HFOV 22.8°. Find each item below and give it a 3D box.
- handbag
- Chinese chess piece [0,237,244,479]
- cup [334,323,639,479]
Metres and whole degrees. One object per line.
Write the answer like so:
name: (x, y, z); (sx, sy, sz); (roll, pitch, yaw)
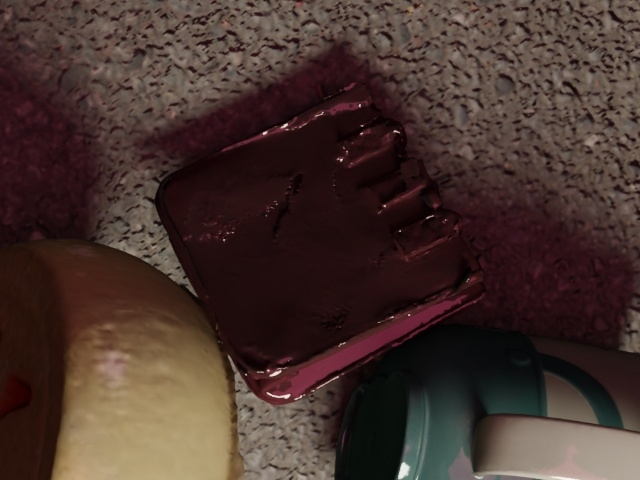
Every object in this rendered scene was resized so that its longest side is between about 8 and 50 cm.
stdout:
handbag: (0.000, 0.002, 1.245); (0.216, 0.074, 0.203); (-27, 65, -9)
Chinese chess piece: (-0.194, 0.167, 1.136); (0.140, 0.338, 0.338); (18, 93, -31)
cup: (0.168, 0.176, 1.231); (0.257, 0.289, 0.219); (11, 78, -12)
